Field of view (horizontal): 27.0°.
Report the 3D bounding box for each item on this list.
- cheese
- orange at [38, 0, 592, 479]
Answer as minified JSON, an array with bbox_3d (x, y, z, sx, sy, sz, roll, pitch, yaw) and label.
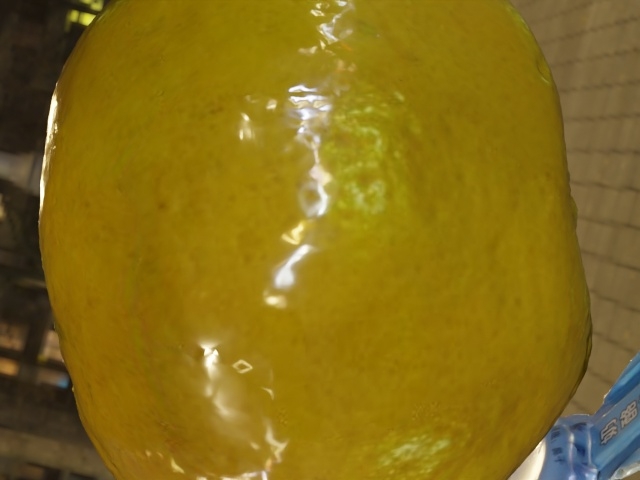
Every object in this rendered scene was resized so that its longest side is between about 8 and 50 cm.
[{"bbox_3d":[0.144,0.144,0.792,0.244,0.052,0.135,-50,15,28],"label":"cheese"},{"bbox_3d":[0.000,0.000,0.582,0.279,0.235,0.279,168,90,-87],"label":"orange"}]
